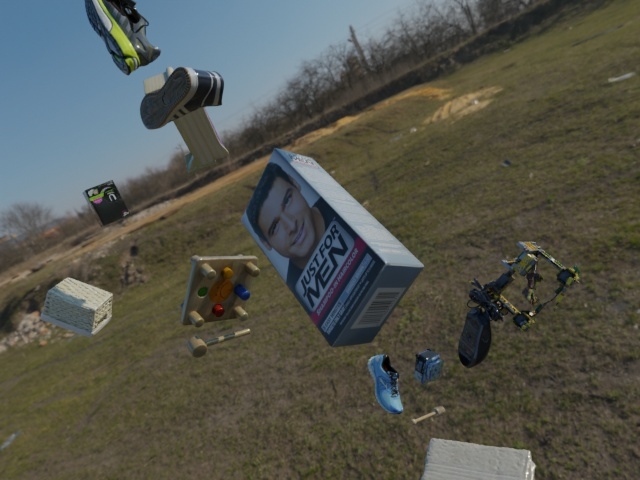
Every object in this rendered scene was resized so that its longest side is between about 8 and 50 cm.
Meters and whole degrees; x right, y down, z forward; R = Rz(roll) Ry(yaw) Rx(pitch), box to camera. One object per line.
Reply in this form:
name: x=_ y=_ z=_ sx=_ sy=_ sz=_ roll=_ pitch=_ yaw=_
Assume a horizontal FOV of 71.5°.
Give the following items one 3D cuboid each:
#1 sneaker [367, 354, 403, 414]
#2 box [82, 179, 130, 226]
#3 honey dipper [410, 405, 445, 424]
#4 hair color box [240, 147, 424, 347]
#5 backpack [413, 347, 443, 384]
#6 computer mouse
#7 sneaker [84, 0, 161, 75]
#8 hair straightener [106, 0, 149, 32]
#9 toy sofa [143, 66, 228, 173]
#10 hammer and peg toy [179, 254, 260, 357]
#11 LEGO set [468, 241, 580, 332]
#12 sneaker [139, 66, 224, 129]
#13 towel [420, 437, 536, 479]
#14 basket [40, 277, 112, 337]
sneaker: x=0.182 y=0.382 z=1.190 sx=0.063 sy=0.162 sz=0.073 roll=2 pitch=-33 yaw=-41
box: x=-0.464 y=-0.080 z=0.965 sx=0.062 sy=0.083 sz=0.052 roll=-30 pitch=16 yaw=-30
honey dipper: x=0.336 y=0.552 z=1.396 sx=0.160 sy=0.031 sz=0.030 roll=2 pitch=-8 yaw=-43
hair color box: x=0.000 y=0.000 z=0.854 sx=0.113 sy=0.185 sz=0.374 roll=6 pitch=32 yaw=-43
backpack: x=0.405 y=0.484 z=1.678 sx=0.104 sy=0.115 sz=0.084 roll=-9 pitch=26 yaw=-42
computer mouse: x=0.561 y=0.323 z=1.554 sx=0.072 sy=0.273 sz=0.188 roll=6 pitch=18 yaw=-14
sneaker: x=-0.557 y=-0.604 z=1.237 sx=0.121 sy=0.300 sz=0.111 roll=-29 pitch=0 yaw=-33
hair straightener: x=-0.443 y=-0.518 z=0.975 sx=0.047 sy=0.089 sz=0.230 roll=-56 pitch=-5 yaw=-5
toy sofa: x=-0.494 y=-0.449 z=1.666 sx=0.177 sy=0.363 sz=0.150 roll=-24 pitch=43 yaw=-4
hammer and peg toy: x=-0.366 y=0.222 z=1.591 sx=0.265 sy=0.362 sz=0.127 roll=-1 pitch=24 yaw=-44
LEGO set: x=0.703 y=0.157 z=1.540 sx=0.192 sy=0.255 sz=0.331 roll=0 pitch=-41 yaw=-50
sneaker: x=-0.388 y=-0.396 z=1.265 sx=0.282 sy=0.099 sz=0.153 roll=-19 pitch=2 yaw=41
towel: x=0.406 y=0.617 z=1.159 sx=0.282 sy=0.049 sz=0.187 roll=-4 pitch=28 yaw=29
basket: x=-0.731 y=0.199 z=1.345 sx=0.167 sy=0.103 sz=0.113 roll=20 pitch=24 yaw=-1
